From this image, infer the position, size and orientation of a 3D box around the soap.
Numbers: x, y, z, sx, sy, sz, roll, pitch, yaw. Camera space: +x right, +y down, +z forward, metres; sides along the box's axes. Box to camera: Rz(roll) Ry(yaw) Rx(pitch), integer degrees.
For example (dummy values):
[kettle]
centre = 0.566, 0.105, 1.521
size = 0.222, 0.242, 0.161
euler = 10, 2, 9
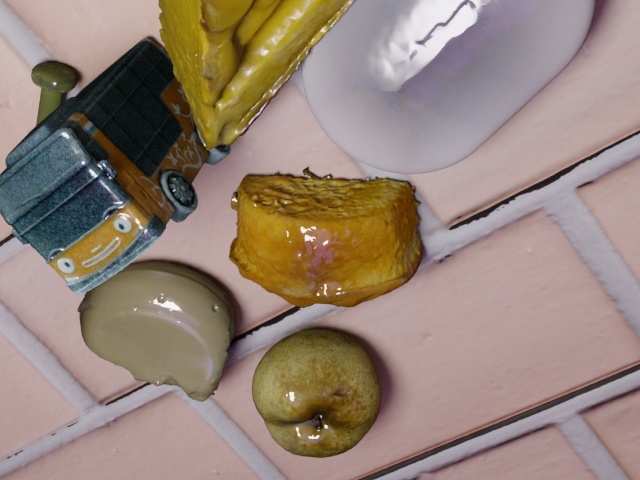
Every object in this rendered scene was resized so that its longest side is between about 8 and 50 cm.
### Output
[soap]
centre = -0.119, -0.242, 0.991
size = 0.338, 0.304, 0.169
euler = -46, 62, 30

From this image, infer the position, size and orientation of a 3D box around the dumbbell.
[dumbbell]
centre = -0.314, -0.148, 1.244
size = 0.052, 0.046, 0.118
euler = 21, 124, 4

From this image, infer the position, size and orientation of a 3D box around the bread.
[bread]
centre = 0.000, 0.000, 1.233
size = 0.229, 0.139, 0.143
euler = 2, 115, 8

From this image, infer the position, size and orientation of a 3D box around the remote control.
[remote control]
centre = 0.123, -0.206, 1.087
size = 0.221, 0.103, 0.332
euler = 42, 121, -8

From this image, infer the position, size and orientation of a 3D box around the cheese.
[cheese]
centre = -0.207, 0.105, 1.360
size = 0.203, 0.091, 0.175
euler = 18, 124, 1

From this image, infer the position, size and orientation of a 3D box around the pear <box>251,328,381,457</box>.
[pear]
centre = -0.004, 0.194, 1.349
size = 0.167, 0.136, 0.167
euler = -4, 119, -7

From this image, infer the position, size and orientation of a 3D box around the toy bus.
[toy bus]
centre = -0.212, -0.085, 1.128
size = 0.138, 0.275, 0.167
euler = -32, 110, 27
